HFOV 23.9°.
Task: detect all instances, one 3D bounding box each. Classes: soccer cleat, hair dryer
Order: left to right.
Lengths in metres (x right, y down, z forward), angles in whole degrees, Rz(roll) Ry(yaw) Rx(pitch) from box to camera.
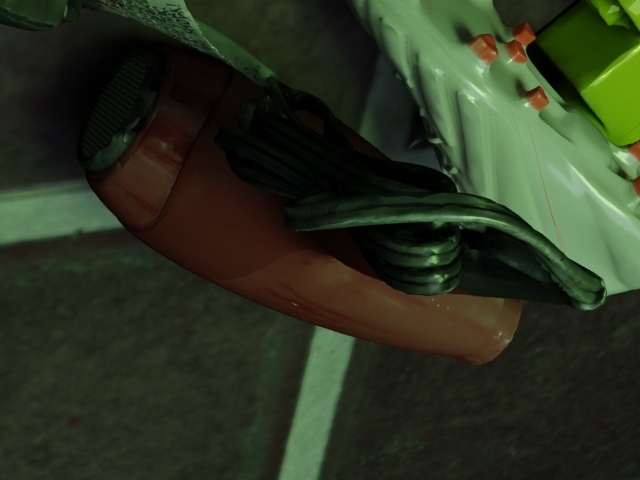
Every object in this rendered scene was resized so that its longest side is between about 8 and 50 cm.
[{"bbox_3d":[0.000,0.000,0.510,0.080,0.223,0.293,-57,156,3],"label":"hair dryer"},{"bbox_3d":[0.066,-0.041,0.592,0.076,0.068,0.196,-35,116,31],"label":"soccer cleat"}]

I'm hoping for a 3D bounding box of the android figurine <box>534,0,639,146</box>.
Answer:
[{"bbox_3d":[0.206,-0.086,0.678,0.273,0.056,0.248,-36,139,9],"label":"android figurine"}]
